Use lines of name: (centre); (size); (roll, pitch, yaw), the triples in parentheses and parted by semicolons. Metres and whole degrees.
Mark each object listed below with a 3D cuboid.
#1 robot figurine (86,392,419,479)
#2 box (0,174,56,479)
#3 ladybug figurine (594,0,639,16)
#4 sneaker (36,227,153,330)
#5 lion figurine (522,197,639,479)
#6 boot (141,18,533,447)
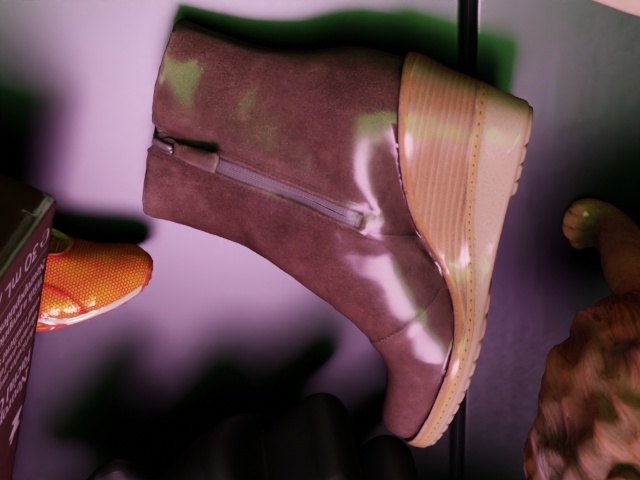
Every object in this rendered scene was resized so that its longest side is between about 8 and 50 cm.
robot figurine: (-0.057, 0.224, 0.722); (0.278, 0.173, 0.209); (-44, 79, 18)
box: (-0.259, 0.152, 0.625); (0.143, 0.191, 0.381); (19, 126, -2)
ladybug figurine: (0.237, -0.248, 0.490); (0.449, 0.162, 0.305); (-2, 118, -1)
sneaker: (-0.185, 0.012, 0.665); (0.175, 0.064, 0.067); (0, 122, -3)
lion figurine: (0.271, 0.035, 0.601); (0.392, 0.240, 0.142); (-31, 116, 12)
boot: (0.000, 0.000, 0.674); (0.206, 0.090, 0.248); (11, 119, 5)
